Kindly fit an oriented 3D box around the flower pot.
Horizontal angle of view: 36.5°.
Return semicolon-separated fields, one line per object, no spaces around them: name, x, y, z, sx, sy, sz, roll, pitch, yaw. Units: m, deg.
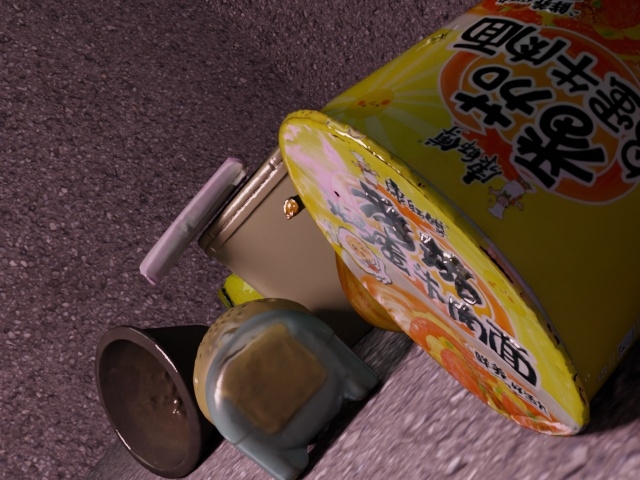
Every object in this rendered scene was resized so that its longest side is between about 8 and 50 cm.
flower pot;-0.235;0.244;1.619;0.166;0.269;0.269;-22;-14;-43

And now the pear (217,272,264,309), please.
pear;-0.034;0.046;1.683;0.292;0.159;0.292;-45;6;5

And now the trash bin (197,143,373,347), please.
trash bin;0.000;0.000;1.253;0.243;0.247;0.121;-44;8;30

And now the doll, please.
doll;-0.059;0.153;1.106;0.177;0.161;0.260;-50;8;-6

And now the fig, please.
fig;0.066;0.010;1.021;0.148;0.186;0.142;-42;-14;-27

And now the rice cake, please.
rice cake;-0.164;-0.029;1.271;0.198;0.037;0.189;-50;7;-3

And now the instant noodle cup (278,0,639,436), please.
instant noodle cup;0.129;-0.039;0.609;0.200;0.264;0.264;-42;4;-11
